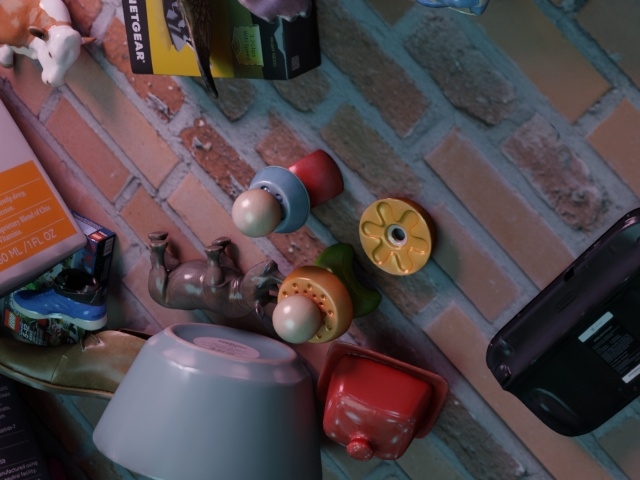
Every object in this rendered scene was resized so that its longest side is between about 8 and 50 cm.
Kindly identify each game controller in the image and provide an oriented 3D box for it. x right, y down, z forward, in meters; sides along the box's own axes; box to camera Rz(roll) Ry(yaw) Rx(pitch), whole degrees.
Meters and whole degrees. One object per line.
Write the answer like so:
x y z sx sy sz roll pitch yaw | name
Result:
0.332 0.102 1.524 0.166 0.067 0.319 38 127 -4 | game controller

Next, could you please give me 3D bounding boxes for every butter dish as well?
0.064 0.224 1.669 0.160 0.118 0.160 19 143 4 | butter dish

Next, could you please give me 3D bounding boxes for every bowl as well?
-0.132 0.210 1.741 0.311 0.311 0.163 17 99 27 | bowl

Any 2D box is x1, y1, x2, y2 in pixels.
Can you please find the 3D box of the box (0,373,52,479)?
-0.715 0.338 2.092 0.480 0.297 0.472 -32 79 38 | box

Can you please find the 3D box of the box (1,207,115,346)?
-0.395 0.061 1.978 0.159 0.044 0.233 26 122 21 | box

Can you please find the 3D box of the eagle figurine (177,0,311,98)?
-0.161 -0.331 1.487 0.298 0.226 0.225 36 90 -16 | eagle figurine

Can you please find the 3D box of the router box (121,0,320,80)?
-0.135 -0.355 1.610 0.243 0.081 0.309 6 113 31 | router box

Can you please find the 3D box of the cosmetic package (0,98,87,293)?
-0.549 -0.122 1.823 0.161 0.230 0.453 -30 93 33 | cosmetic package

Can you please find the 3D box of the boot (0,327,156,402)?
-0.337 0.170 1.923 0.305 0.112 0.115 13 103 2 | boot

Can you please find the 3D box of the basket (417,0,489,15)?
0.094 -0.389 1.351 0.254 0.201 0.289 19 150 25 | basket

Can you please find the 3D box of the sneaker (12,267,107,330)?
-0.379 0.073 1.905 0.152 0.058 0.085 14 123 22 | sneaker

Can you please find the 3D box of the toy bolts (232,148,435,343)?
0.000 0.000 1.623 0.218 0.158 0.228 -34 90 38 | toy bolts

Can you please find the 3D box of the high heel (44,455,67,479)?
-0.381 0.533 2.168 0.181 0.127 0.377 -1 102 -12 | high heel

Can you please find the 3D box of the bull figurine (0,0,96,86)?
-0.440 -0.333 1.805 0.188 0.101 0.310 -29 93 40 | bull figurine

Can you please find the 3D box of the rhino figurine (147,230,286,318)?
-0.138 0.053 1.791 0.243 0.073 0.106 6 109 29 | rhino figurine
